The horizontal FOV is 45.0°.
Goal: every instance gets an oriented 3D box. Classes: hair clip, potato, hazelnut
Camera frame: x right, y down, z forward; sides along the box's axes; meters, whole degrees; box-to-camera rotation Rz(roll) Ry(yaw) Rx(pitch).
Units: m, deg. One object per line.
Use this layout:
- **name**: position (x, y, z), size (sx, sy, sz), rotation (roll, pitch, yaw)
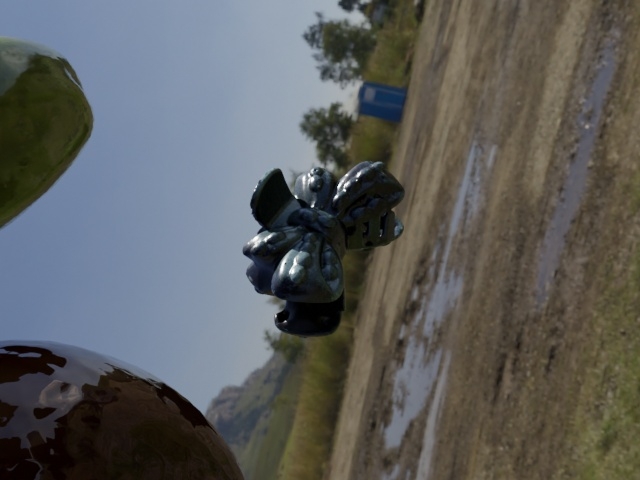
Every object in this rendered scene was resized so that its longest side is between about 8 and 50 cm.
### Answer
- **hair clip**: position (-0.007, 0.000, 1.242), size (0.310, 0.206, 0.194), rotation (-52, -24, -35)
- **potato**: position (-0.390, -0.099, 0.807), size (0.216, 0.304, 0.216), rotation (61, 168, 23)
- **hazelnut**: position (-0.254, 0.300, 0.682), size (0.353, 0.421, 0.421), rotation (58, -143, -47)
